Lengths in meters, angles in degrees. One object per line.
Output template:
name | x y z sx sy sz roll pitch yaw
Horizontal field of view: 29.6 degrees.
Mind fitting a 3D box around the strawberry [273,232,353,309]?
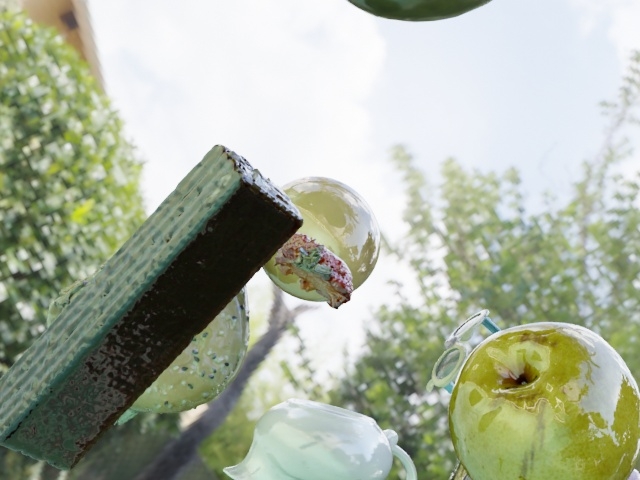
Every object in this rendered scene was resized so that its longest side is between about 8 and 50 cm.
strawberry | -0.002 0.035 1.469 0.104 0.048 0.152 27 -12 17

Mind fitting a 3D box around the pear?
pear | 0.241 0.193 1.273 0.209 0.209 0.209 47 -26 31

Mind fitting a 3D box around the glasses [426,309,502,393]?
glasses | 0.309 0.219 2.031 0.220 0.190 0.088 28 -46 7

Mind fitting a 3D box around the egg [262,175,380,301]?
egg | 0.000 0.000 1.936 0.244 0.201 0.201 30 -37 65

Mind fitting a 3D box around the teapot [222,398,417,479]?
teapot | 0.011 0.313 1.759 0.204 0.298 0.139 176 -71 -74

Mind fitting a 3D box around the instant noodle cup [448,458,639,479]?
instant noodle cup | 0.339 0.366 1.837 0.255 0.244 0.244 26 -29 5

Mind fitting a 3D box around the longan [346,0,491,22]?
longan | 0.140 -0.472 1.662 0.361 0.361 0.361 47 -26 31

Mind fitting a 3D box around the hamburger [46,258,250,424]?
hamburger | -0.256 0.132 1.919 0.277 0.318 0.195 58 -16 -11

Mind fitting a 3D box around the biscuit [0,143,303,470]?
biscuit | -0.184 0.076 1.231 0.107 0.388 0.073 36 12 -42
